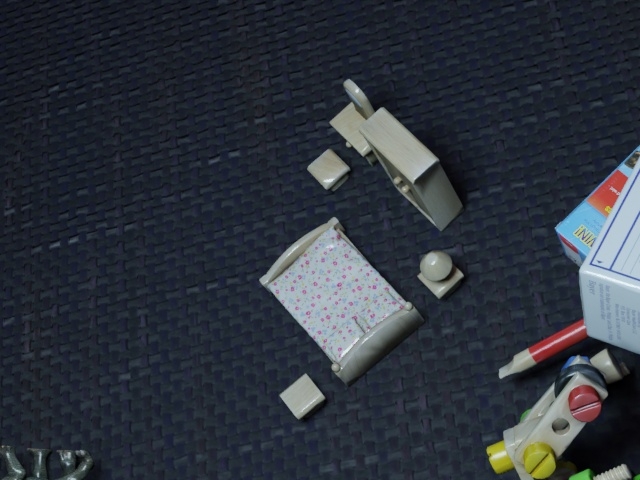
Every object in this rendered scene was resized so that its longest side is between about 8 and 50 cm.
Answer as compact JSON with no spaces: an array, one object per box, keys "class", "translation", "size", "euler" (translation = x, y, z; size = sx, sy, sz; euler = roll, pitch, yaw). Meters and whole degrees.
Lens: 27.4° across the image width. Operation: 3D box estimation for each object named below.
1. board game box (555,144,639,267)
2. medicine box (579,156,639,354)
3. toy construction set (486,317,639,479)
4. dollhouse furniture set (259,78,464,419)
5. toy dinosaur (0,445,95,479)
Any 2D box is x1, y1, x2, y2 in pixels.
[{"class":"board game box","translation":[0.508,-0.012,1.620],"size":[0.302,0.086,0.308],"euler":[-44,60,-3]},{"class":"medicine box","translation":[0.474,0.015,1.458],"size":[0.289,0.149,0.263],"euler":[21,64,26]},{"class":"toy construction set","translation":[0.264,0.259,1.531],"size":[0.237,0.257,0.309],"euler":[-30,39,19]},{"class":"dollhouse furniture set","translation":[0.000,0.000,1.748],"size":[0.355,0.174,0.303],"euler":[-41,60,-2]},{"class":"toy dinosaur","translation":[-0.371,0.361,1.769],"size":[0.313,0.121,0.160],"euler":[2,79,15]}]
